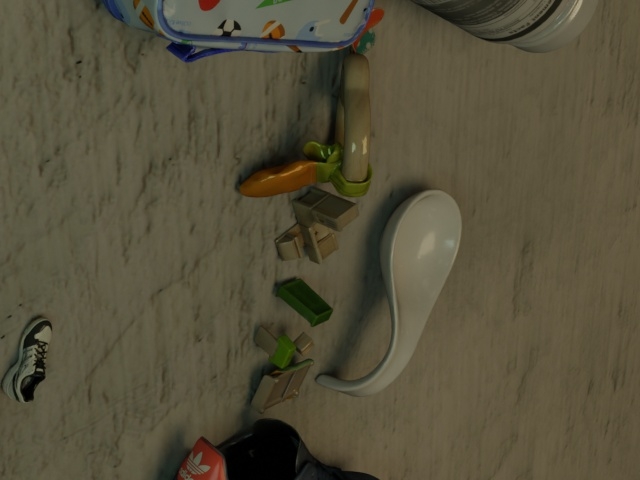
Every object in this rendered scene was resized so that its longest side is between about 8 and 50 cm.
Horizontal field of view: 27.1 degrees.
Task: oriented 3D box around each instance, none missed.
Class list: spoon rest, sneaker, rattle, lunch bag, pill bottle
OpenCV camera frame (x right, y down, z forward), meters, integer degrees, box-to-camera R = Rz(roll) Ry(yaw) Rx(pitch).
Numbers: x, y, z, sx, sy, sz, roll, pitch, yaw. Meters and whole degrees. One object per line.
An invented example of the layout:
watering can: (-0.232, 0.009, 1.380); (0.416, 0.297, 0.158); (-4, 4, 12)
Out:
spoon rest: (0.096, 0.068, 1.595); (0.137, 0.084, 0.276); (24, 92, -51)
sneaker: (-0.026, 0.279, 1.535); (0.350, 0.131, 0.148); (3, 112, -48)
sneaker: (-0.269, 0.115, 1.256); (0.032, 0.037, 0.083); (19, 94, -49)
rattle: (-0.006, -0.147, 1.413); (0.130, 0.143, 0.199); (-31, 121, -77)
lunch bag: (-0.065, -0.284, 1.213); (0.303, 0.115, 0.243); (-5, 115, -47)
pill bottle: (0.177, -0.307, 1.426); (0.283, 0.161, 0.161); (15, 98, -50)

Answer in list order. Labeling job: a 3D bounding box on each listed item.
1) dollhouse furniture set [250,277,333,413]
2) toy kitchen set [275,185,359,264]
dollhouse furniture set: (-0.044, 0.122, 1.518); (0.076, 0.058, 0.151); (-21, 144, -49)
toy kitchen set: (0.000, 0.000, 1.459); (0.068, 0.075, 0.083); (-37, 129, -27)
